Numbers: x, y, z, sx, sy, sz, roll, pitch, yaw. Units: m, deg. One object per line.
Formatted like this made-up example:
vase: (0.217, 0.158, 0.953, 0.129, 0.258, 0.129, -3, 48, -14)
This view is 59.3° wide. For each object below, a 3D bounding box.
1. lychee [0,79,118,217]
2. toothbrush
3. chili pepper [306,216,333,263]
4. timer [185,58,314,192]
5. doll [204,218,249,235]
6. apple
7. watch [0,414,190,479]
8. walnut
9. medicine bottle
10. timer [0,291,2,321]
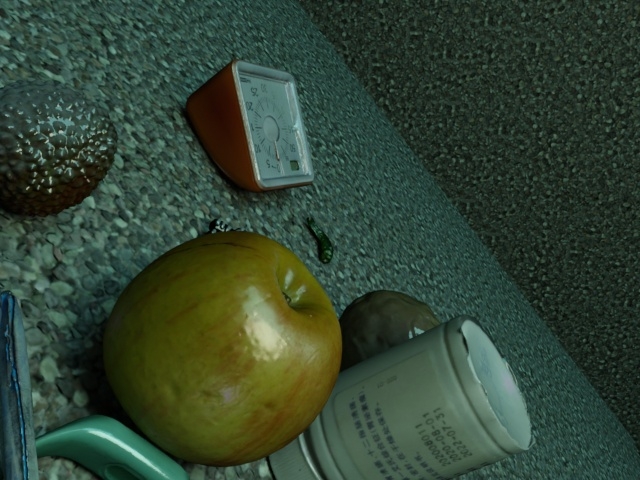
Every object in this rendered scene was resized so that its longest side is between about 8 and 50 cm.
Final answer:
lychee: (-0.345, -0.109, 0.677, 0.165, 0.197, 0.165, 160, -90, -77)
toothbrush: (-0.241, 0.220, 0.455, 0.042, 0.035, 0.413, 40, 25, -61)
chili pepper: (0.005, -0.001, 1.280, 0.118, 0.035, 0.055, 69, 12, 20)
timer: (-0.126, -0.219, 1.184, 0.250, 0.161, 0.257, 65, 25, 2)
doll: (-0.110, 0.043, 0.991, 0.219, 0.067, 0.091, 37, 33, -22)
apple: (-0.108, 0.119, 0.675, 0.286, 0.233, 0.286, 50, 12, -14)
watch: (-0.206, 0.278, 0.529, 0.237, 0.068, 0.195, 45, 28, -19)
walnut: (0.130, 0.212, 1.011, 0.248, 0.248, 0.248, 41, 29, -28)
medicine bottle: (0.104, 0.258, 0.798, 0.190, 0.332, 0.190, 46, 26, -30)
timer: (-0.357, 0.102, 0.431, 0.175, 0.175, 0.255, 33, 62, -38)
